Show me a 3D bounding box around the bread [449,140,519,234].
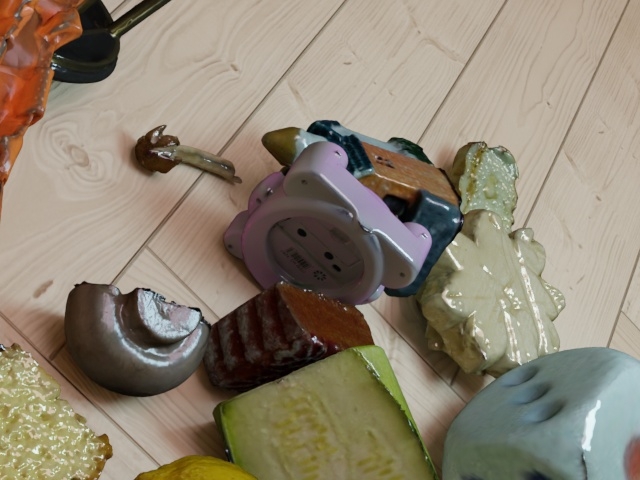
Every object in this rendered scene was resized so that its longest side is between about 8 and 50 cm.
[{"bbox_3d":[0.264,-0.060,2.351,0.128,0.088,0.232,27,52,-18],"label":"bread"}]

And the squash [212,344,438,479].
[{"bbox_3d":[0.032,0.318,1.741,0.210,0.234,0.308,44,24,-72],"label":"squash"}]

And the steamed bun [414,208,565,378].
[{"bbox_3d":[0.239,0.095,2.174,0.292,0.137,0.295,39,49,-25],"label":"steamed bun"}]

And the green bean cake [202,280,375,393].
[{"bbox_3d":[-0.024,0.133,1.829,0.233,0.199,0.097,9,59,-47],"label":"green bean cake"}]

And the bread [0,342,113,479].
[{"bbox_3d":[-0.386,0.260,1.385,0.194,0.179,0.340,54,41,1],"label":"bread"}]

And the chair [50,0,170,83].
[{"bbox_3d":[-0.272,-0.433,1.762,0.362,0.410,0.365,46,24,4],"label":"chair"}]

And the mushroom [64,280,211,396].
[{"bbox_3d":[-0.222,0.127,1.684,0.188,0.141,0.117,19,73,-33],"label":"mushroom"}]

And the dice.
[{"bbox_3d":[0.351,0.323,1.975,0.268,0.263,0.264,-39,107,-40],"label":"dice"}]

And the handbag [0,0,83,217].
[{"bbox_3d":[-0.412,-0.121,1.530,0.116,0.303,0.410,38,41,-28],"label":"handbag"}]

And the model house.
[{"bbox_3d":[0.029,-0.075,2.015,0.291,0.184,0.253,25,22,-23],"label":"model house"}]

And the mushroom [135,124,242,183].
[{"bbox_3d":[-0.178,-0.115,1.960,0.187,0.061,0.060,10,51,-46],"label":"mushroom"}]

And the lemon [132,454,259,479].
[{"bbox_3d":[-0.119,0.353,1.568,0.260,0.204,0.204,49,39,-12],"label":"lemon"}]

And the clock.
[{"bbox_3d":[0.000,0.000,1.901,0.227,0.248,0.090,43,47,-14],"label":"clock"}]
